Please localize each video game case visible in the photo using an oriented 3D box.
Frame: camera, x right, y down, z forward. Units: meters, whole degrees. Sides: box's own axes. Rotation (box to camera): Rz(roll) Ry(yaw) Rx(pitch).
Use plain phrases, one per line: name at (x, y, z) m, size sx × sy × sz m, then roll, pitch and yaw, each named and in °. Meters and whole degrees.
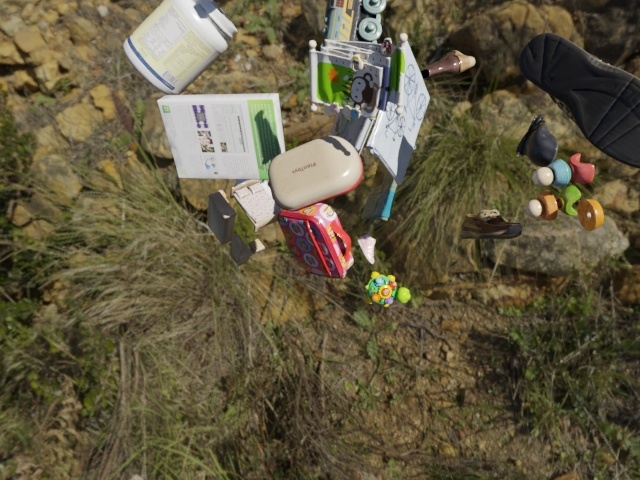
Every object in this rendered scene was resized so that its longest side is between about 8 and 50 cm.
video game case at (0.127, -0.490, 1.893) m, size 0.036 × 0.299 × 0.329 m, roll 14°, pitch 19°, yaw -24°

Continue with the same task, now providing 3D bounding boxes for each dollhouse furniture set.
dollhouse furniture set at (-0.227, -0.124, 1.623) m, size 0.356 × 0.173 × 0.303 m, roll -27°, pitch 67°, yaw -30°

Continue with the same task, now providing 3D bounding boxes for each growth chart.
growth chart at (0.068, -0.323, 0.875) m, size 0.238 × 0.171 × 0.021 m, roll 15°, pitch 40°, yaw 32°

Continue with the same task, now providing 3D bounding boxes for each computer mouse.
computer mouse at (0.850, -0.382, 1.722) m, size 0.072 × 0.188 × 0.272 m, roll 12°, pitch 34°, yaw -3°

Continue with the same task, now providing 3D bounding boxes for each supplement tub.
supplement tub at (-0.466, -0.675, 1.461) m, size 0.325 × 0.235 × 0.235 m, roll -38°, pitch 34°, yaw 12°

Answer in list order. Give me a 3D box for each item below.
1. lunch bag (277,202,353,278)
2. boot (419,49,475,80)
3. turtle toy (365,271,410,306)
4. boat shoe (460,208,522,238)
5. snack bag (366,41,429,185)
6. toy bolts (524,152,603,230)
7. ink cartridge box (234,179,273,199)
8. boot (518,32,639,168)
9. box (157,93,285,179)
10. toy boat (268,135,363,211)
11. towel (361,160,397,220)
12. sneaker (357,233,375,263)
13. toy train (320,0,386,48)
lunch bag at (0.000, 0.000, 1.547) m, size 0.258 × 0.293 × 0.120 m, roll 10°, pitch 46°, yaw 41°
boot at (0.471, -0.700, 1.745) m, size 0.207 × 0.090 × 0.248 m, roll -16°, pitch 22°, yaw -7°
turtle toy at (0.190, 0.145, 1.234) m, size 0.130 × 0.095 × 0.066 m, roll 12°, pitch 0°, yaw -11°
boat shoe at (0.648, -0.064, 1.691) m, size 0.123 × 0.119 × 0.324 m, roll 1°, pitch 0°, yaw -15°
snack bag at (0.241, -0.366, 1.313) m, size 0.037 × 0.323 × 0.342 m, roll 15°, pitch 84°, yaw 28°
toy bolts at (0.751, -0.137, 1.356) m, size 0.159 × 0.228 × 0.218 m, roll -12°, pitch 32°, yaw 4°
ink cartridge box at (-0.263, -0.282, 2.232) m, size 0.333 × 0.065 × 0.165 m, roll 21°, pitch 62°, yaw -14°
boot at (0.650, -0.314, 0.992) m, size 0.284 × 0.138 × 0.377 m, roll -9°, pitch 53°, yaw -46°
box at (-0.260, -0.280, 1.189) m, size 0.323 × 0.232 × 0.058 m, roll 4°, pitch 36°, yaw 11°
toy boat at (-0.005, -0.153, 1.075) m, size 0.231 × 0.151 × 0.150 m, roll -19°, pitch 72°, yaw 13°
towel at (0.304, -0.271, 2.039) m, size 0.271 × 0.040 × 0.369 m, roll -166°, pitch 93°, yaw -74°
sneaker at (0.219, 0.032, 1.897) m, size 0.070 × 0.051 × 0.134 m, roll -28°, pitch 77°, yaw 13°
toy train at (0.101, -0.682, 1.431) m, size 0.191 × 0.333 × 0.142 m, roll 9°, pitch -1°, yaw -1°
